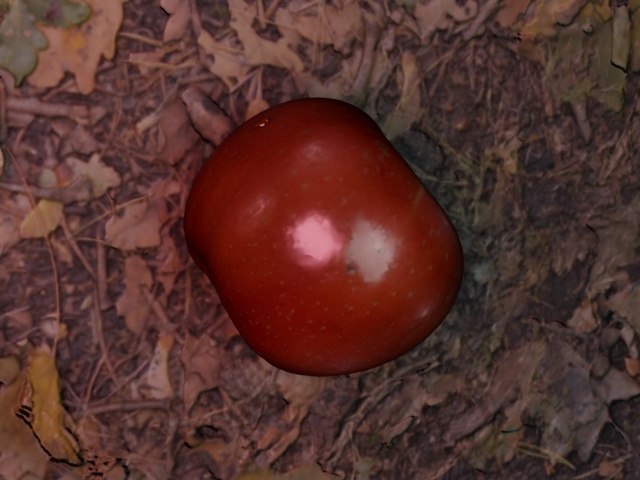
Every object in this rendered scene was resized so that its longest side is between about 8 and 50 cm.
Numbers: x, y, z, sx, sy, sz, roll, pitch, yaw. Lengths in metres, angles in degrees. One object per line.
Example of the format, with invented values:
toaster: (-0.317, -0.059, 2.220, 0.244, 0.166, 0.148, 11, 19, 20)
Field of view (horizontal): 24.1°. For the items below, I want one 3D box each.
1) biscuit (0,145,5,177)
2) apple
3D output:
biscuit: (-0.412, -0.096, 1.247, 0.295, 0.044, 0.186, 40, 76, -29)
apple: (0.000, 0.000, 1.369, 0.216, 0.260, 0.260, -34, 115, -1)
